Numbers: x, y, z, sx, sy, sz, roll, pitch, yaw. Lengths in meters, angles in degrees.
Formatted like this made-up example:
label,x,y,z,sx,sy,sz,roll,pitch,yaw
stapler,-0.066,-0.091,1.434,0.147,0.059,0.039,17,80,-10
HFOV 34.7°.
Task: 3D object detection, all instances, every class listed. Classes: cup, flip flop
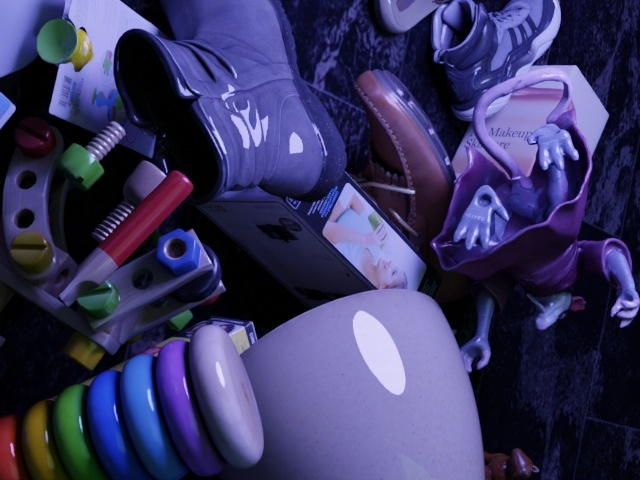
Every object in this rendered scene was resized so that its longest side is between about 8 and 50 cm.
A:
label,x,y,z,sx,sy,sz,roll,pitch,yaw
cup,0.052,0.250,1.155,0.331,0.237,0.331,-20,145,-15
flip flop,0.173,-0.387,1.424,0.277,0.080,0.112,-49,125,-29

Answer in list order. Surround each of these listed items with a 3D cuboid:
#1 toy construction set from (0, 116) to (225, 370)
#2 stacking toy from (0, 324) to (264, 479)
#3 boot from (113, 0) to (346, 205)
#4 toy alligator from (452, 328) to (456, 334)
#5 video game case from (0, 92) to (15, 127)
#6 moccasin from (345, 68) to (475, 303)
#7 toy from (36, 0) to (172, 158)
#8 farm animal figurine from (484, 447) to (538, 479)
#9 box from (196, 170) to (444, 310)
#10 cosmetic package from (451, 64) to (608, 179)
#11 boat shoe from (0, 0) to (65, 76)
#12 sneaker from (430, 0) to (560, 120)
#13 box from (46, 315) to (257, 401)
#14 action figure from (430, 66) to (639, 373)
label,x,y,z,sx,sy,sz,roll,pitch,yaw
toy construction set,-0.239,0.037,0.931,0.257,0.309,0.237,44,73,-8
stacking toy,-0.228,0.195,0.974,0.330,0.141,0.141,-19,113,2
boot,-0.118,-0.184,1.011,0.223,0.118,0.338,1,50,-56
toy alligator,0.117,0.138,1.448,0.190,0.056,0.051,-16,65,-42
video game case,-0.382,-0.087,0.844,0.212,0.023,0.193,-55,140,-12
moccasin,0.099,-0.054,1.330,0.147,0.139,0.380,-22,138,-1
toy,-0.224,-0.174,1.048,0.237,0.056,0.136,27,74,-79
farm animal figurine,0.203,0.424,1.421,0.330,0.172,0.326,4,92,-43
box,0.000,0.000,1.239,0.290,0.169,0.087,44,62,-36
cosmetic package,0.291,-0.106,1.520,0.129,0.153,0.296,44,63,-39
boat shoe,-0.352,-0.168,0.935,0.267,0.088,0.096,-51,144,-21
sneaker,0.254,-0.314,1.494,0.268,0.101,0.153,-56,131,-21
box,-0.179,0.156,1.138,0.232,0.087,0.058,-27,110,-38
action figure,0.261,0.002,1.321,0.370,0.248,0.275,45,34,-58
